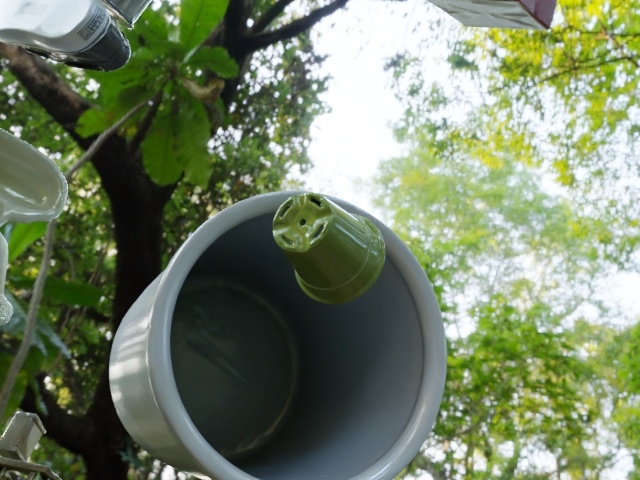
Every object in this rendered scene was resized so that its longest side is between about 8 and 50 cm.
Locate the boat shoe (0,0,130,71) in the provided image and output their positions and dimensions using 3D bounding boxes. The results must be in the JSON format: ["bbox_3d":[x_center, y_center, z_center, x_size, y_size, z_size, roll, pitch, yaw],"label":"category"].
[{"bbox_3d":[-0.272,-0.218,0.705,0.228,0.080,0.076,20,-16,36],"label":"boat shoe"}]

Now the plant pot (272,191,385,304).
[{"bbox_3d":[0.000,0.000,0.557,0.083,0.083,0.079,0,-23,26],"label":"plant pot"}]

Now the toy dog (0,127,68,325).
[{"bbox_3d":[-0.569,0.019,0.826,0.395,0.284,0.408,35,-42,-19],"label":"toy dog"}]

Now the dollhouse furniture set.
[{"bbox_3d":[-0.368,0.261,0.800,0.101,0.182,0.161,7,-46,10],"label":"dollhouse furniture set"}]

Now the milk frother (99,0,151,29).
[{"bbox_3d":[-0.222,-0.329,0.847,0.129,0.134,0.143,34,-5,27],"label":"milk frother"}]

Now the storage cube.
[{"bbox_3d":[0.329,-0.509,1.264,0.215,0.193,0.184,17,8,35],"label":"storage cube"}]

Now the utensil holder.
[{"bbox_3d":[-0.086,0.149,0.865,0.328,0.327,0.385,29,-25,-16],"label":"utensil holder"}]
